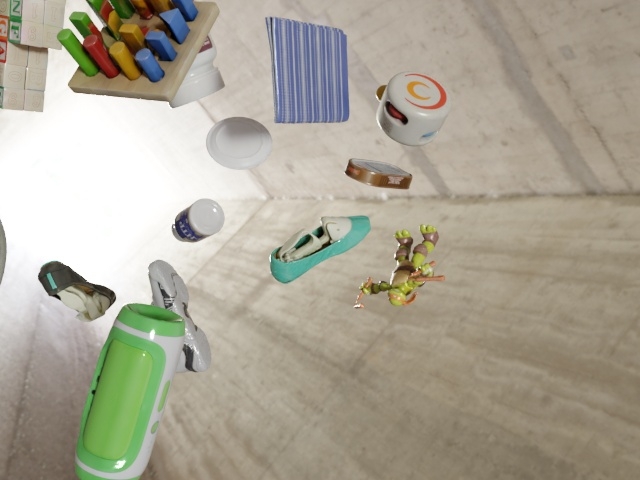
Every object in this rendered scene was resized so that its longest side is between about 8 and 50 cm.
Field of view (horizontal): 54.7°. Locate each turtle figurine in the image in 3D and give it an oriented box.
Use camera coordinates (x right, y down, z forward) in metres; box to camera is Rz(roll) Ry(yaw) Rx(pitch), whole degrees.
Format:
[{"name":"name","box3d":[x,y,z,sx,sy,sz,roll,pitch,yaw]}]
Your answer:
[{"name":"turtle figurine","box3d":[0.199,0.066,1.366,0.087,0.217,0.269,40,-37,-19]}]

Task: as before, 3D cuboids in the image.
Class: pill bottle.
[{"name":"pill bottle","box3d":[-0.451,-0.617,1.870,0.224,0.224,0.392,15,-49,60]},{"name":"pill bottle","box3d":[-0.375,-0.052,1.858,0.112,0.112,0.187,47,-33,-16]}]

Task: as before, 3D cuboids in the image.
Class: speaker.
[{"name":"speaker","box3d":[-0.327,0.264,1.066,0.131,0.296,0.131,17,2,-1]}]

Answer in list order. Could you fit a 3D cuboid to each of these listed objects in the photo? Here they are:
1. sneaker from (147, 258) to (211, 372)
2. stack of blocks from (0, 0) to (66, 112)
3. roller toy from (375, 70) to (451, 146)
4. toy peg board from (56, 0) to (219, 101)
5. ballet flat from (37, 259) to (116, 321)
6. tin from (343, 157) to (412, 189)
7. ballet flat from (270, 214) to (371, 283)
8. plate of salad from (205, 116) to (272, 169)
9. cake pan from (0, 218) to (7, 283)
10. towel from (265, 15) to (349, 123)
[{"name":"sneaker","box3d":[-0.483,0.249,1.843,0.137,0.210,0.366,-78,149,-75]},{"name":"stack of blocks","box3d":[-0.582,-0.403,1.186,0.171,0.297,0.087,19,15,30]},{"name":"roller toy","box3d":[0.261,-0.372,1.770,0.209,0.191,0.146,12,-37,-7]},{"name":"toy peg board","box3d":[-0.240,-0.269,0.789,0.161,0.161,0.079,10,-25,22]},{"name":"ballet flat","box3d":[-0.574,0.141,1.485,0.096,0.095,0.280,58,1,27]},{"name":"tin","box3d":[0.138,-0.158,1.460,0.190,0.040,0.106,-1,23,-44]},{"name":"ballet flat","box3d":[0.000,0.000,1.309,0.083,0.247,0.087,49,-14,44]},{"name":"plate of salad","box3d":[-0.244,-0.290,1.868,0.200,0.200,0.048,39,-27,13]},{"name":"cake pan","box3d":[-0.482,0.058,0.676,0.054,0.293,0.293,27,-19,13]},{"name":"towel","box3d":[-0.024,-0.412,1.532,0.040,0.336,0.243,2,-79,32]}]
